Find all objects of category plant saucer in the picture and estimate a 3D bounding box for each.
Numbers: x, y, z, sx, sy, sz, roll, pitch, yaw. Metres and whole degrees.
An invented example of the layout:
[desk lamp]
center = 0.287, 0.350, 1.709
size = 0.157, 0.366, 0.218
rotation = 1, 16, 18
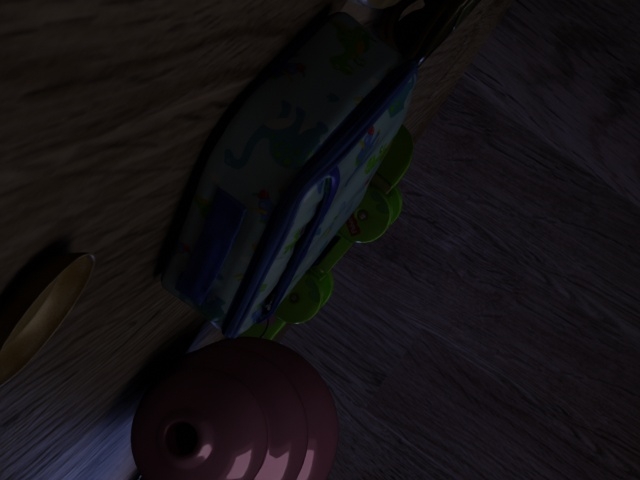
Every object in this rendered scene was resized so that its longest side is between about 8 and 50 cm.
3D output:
[plant saucer]
center = -0.143, 0.036, 0.616
size = 0.083, 0.015, 0.083
rotation = -54, 176, -5

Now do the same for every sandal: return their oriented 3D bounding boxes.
[sandal]
center = 0.085, -0.198, 1.084
size = 0.090, 0.060, 0.219
rotation = -48, -170, -3

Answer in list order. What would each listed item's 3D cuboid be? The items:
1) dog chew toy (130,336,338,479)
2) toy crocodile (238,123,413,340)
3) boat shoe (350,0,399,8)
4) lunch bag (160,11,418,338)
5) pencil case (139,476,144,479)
[dog chew toy]
center = -0.096, 0.197, 1.271
size = 0.207, 0.206, 0.332
rotation = -55, 168, -1
[toy crocodile]
center = 0.000, 0.000, 1.465
size = 0.340, 0.105, 0.115
rotation = -51, 177, 16
[boat shoe]
center = -0.024, -0.109, 0.290
size = 0.285, 0.092, 0.103
rotation = -40, 145, -66
[lunch bag]
center = -0.025, -0.038, 0.872
size = 0.176, 0.090, 0.219
rotation = -48, 172, -38
[pencil case]
center = -0.154, 0.309, 1.744
size = 0.160, 0.167, 0.386
rotation = 5, 128, -43
